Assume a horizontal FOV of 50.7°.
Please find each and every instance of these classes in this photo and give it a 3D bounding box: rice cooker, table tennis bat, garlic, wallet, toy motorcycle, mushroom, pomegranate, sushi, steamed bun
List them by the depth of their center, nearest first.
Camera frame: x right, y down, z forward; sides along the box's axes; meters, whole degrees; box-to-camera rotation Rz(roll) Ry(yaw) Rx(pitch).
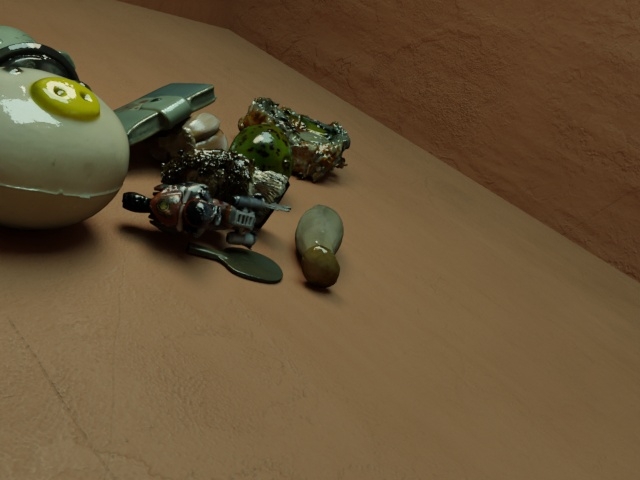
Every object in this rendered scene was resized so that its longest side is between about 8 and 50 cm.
[{"bbox_3d":[-0.560,-0.175,1.304,0.334,0.334,0.373,39,21,33],"label":"steamed bun"},{"bbox_3d":[-0.238,-0.060,1.552,0.400,0.134,0.207,11,-2,-42],"label":"toy motorcycle"},{"bbox_3d":[-0.195,0.045,1.562,0.234,0.022,0.131,17,23,-22],"label":"table tennis bat"},{"bbox_3d":[-0.740,-0.369,1.634,0.316,0.264,0.317,-7,48,7],"label":"rice cooker"},{"bbox_3d":[0.000,0.000,1.729,0.128,0.128,0.350,20,25,-10],"label":"mushroom"},{"bbox_3d":[-0.469,-0.350,1.854,0.252,0.083,0.360,8,36,39],"label":"wallet"},{"bbox_3d":[-0.369,-0.263,1.910,0.160,0.214,0.191,65,32,-11],"label":"garlic"},{"bbox_3d":[-0.195,-0.239,1.987,0.262,0.211,0.211,8,12,31],"label":"pomegranate"},{"bbox_3d":[-0.079,-0.367,2.405,0.417,0.176,0.417,21,22,-9],"label":"sushi"}]

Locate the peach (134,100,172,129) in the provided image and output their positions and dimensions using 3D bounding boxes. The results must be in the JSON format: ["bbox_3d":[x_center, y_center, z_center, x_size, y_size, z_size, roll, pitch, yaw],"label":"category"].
[{"bbox_3d":[-0.508,-0.365,2.062,0.179,0.103,0.179,26,25,-13],"label":"peach"}]

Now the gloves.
[{"bbox_3d":[-0.249,-0.143,1.716,0.312,0.210,0.135,25,59,-18],"label":"gloves"}]
